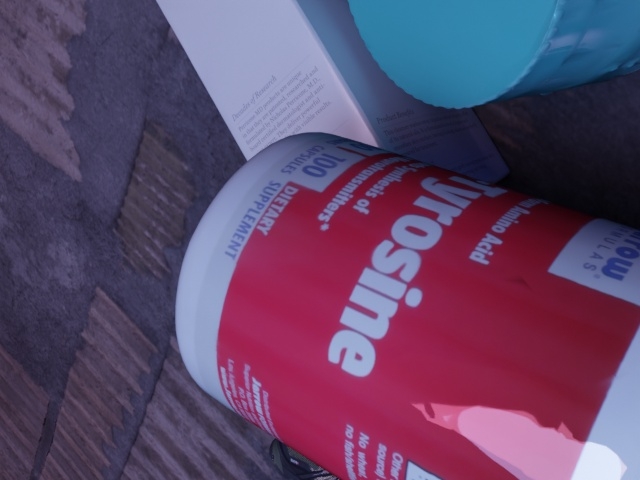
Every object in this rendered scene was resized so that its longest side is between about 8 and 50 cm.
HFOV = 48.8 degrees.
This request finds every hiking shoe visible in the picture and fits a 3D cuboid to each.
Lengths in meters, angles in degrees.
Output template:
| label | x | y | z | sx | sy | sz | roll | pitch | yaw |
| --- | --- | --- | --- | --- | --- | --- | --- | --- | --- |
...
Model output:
| label | x | y | z | sx | sy | sz | roll | pitch | yaw |
| --- | --- | --- | --- | --- | --- | --- | --- | --- | --- |
| hiking shoe | 0.023 | 0.327 | 0.980 | 0.227 | 0.086 | 0.114 | 36 | 127 | 25 |

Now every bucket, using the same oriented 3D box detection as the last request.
| label | x | y | z | sx | sy | sz | roll | pitch | yaw |
| --- | --- | --- | --- | --- | --- | --- | --- | --- | --- |
| bucket | 0.156 | -0.246 | 0.580 | 0.281 | 0.183 | 0.281 | 36 | 137 | 42 |

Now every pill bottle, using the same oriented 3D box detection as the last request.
| label | x | y | z | sx | sy | sz | roll | pitch | yaw |
| --- | --- | --- | --- | --- | --- | --- | --- | --- | --- |
| pill bottle | 0.120 | 0.085 | 0.461 | 0.408 | 0.229 | 0.228 | 22 | 117 | 31 |

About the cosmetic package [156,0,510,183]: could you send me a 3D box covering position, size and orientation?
| label | x | y | z | sx | sy | sz | roll | pitch | yaw |
| --- | --- | --- | --- | --- | --- | --- | --- | --- | --- |
| cosmetic package | 0.007 | -0.179 | 0.748 | 0.156 | 0.217 | 0.384 | -36 | 80 | 39 |
